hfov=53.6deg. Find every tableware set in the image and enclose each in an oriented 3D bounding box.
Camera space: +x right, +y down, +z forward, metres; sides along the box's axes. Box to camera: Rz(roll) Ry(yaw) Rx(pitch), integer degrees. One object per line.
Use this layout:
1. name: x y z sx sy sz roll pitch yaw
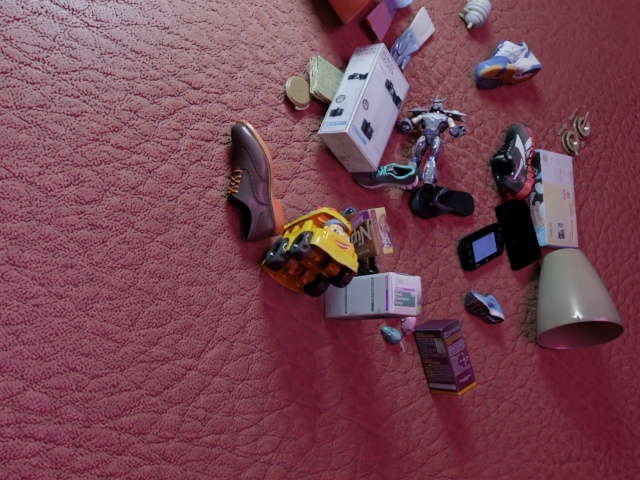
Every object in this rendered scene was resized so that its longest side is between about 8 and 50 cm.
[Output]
1. tableware set: 0.937 -0.386 2.304 0.194 0.039 0.128 -45 110 -33

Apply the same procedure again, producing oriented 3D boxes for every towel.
1. towel: 0.023 -0.393 1.606 0.148 0.027 0.110 18 71 -46

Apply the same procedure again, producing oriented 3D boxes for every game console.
1. game console: 0.548 0.009 1.948 0.361 0.044 0.213 -22 96 -37

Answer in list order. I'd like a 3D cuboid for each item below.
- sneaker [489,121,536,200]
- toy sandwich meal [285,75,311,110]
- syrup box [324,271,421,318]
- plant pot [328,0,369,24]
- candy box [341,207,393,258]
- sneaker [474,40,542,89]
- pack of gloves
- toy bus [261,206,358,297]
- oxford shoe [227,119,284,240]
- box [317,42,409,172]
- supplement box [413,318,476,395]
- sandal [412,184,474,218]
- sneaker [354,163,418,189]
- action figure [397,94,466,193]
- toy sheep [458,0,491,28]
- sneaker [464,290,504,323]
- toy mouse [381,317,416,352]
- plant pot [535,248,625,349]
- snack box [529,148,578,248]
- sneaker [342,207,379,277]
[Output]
1. sneaker: 0.603 -0.267 1.995 0.135 0.098 0.275 19 65 -24
2. toy sandwich meal: -0.056 -0.360 1.554 0.086 0.029 0.085 9 74 -36
3. syrup box: 0.118 0.134 1.479 0.093 0.237 0.096 9 78 -37
4. plant pot: 0.079 -0.722 1.579 0.243 0.275 0.275 46 59 -12
5. candy box: 0.083 -0.010 1.506 0.053 0.187 0.109 -11 90 -37
6. sneaker: 0.580 -0.571 2.037 0.297 0.112 0.130 -16 75 -39
7. pack of gloves: 0.219 -0.611 1.804 0.232 0.046 0.195 -54 126 -26
8. toy bus: 0.000 0.000 1.430 0.149 0.220 0.211 37 57 -22
9. oxford shoe: -0.160 -0.131 1.401 0.098 0.097 0.271 -18 94 -32
10. box: 0.116 -0.337 1.617 0.169 0.087 0.289 47 57 -43
11. supplement box: 0.333 0.311 1.700 0.081 0.104 0.188 -19 95 -38
12. sandal: 0.359 -0.115 1.814 0.255 0.054 0.097 -4 86 -38
13. sneaker: 0.170 -0.174 1.631 0.167 0.076 0.064 0 70 1
14. action figure: 0.298 -0.269 1.728 0.099 0.185 0.284 34 67 -57
15. toy sheep: 0.488 -0.713 1.987 0.091 0.091 0.132 37 76 -27
16. sneaker: 0.480 0.186 1.870 0.162 0.063 0.073 35 46 -33
17. toy mouse: 0.212 0.227 1.666 0.161 0.031 0.143 -11 90 -38
18. plant pot: 0.795 0.173 2.005 0.257 0.256 0.273 21 56 -33
19. snack box: 0.781 -0.134 2.134 0.187 0.060 0.321 5 80 -36
20. sneaker: 0.107 0.006 1.590 0.067 0.078 0.188 -18 94 -38
